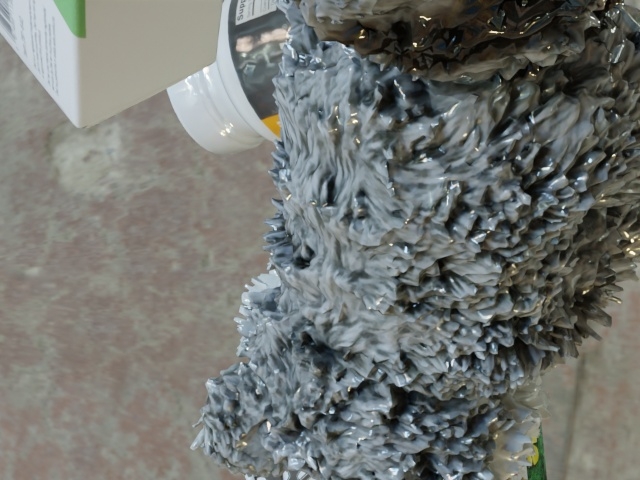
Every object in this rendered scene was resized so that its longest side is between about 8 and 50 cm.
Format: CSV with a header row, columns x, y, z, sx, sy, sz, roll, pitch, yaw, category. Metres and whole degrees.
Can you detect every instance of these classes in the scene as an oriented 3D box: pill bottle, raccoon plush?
x,y,z,sx,sy,sz,roll,pitch,yaw,category
0.009,-0.173,1.175,0.162,0.278,0.162,32,50,-48,pill bottle
0.000,0.000,0.582,0.446,0.216,0.299,22,101,-55,raccoon plush

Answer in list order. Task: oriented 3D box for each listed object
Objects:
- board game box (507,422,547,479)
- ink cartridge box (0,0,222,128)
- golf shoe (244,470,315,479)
x,y,z,sx,sy,sz,roll,pitch,yaw,category
0.240,0.249,1.723,0.136,0.030,0.259,-3,86,-51,board game box
-0.184,-0.243,0.846,0.117,0.201,0.278,-31,68,-25,ink cartridge box
-0.025,0.190,1.216,0.094,0.077,0.198,20,94,-16,golf shoe
